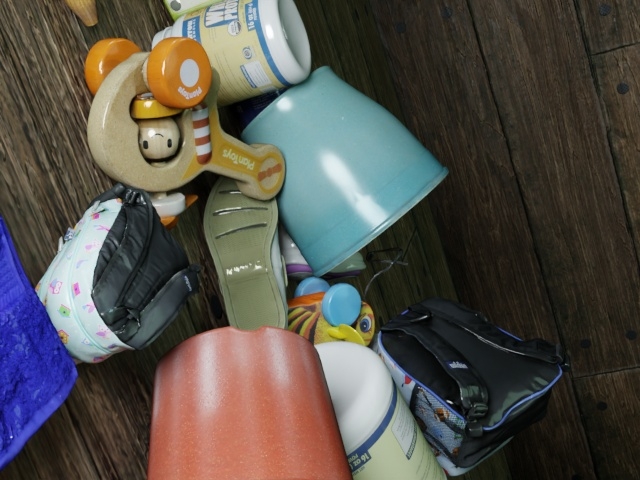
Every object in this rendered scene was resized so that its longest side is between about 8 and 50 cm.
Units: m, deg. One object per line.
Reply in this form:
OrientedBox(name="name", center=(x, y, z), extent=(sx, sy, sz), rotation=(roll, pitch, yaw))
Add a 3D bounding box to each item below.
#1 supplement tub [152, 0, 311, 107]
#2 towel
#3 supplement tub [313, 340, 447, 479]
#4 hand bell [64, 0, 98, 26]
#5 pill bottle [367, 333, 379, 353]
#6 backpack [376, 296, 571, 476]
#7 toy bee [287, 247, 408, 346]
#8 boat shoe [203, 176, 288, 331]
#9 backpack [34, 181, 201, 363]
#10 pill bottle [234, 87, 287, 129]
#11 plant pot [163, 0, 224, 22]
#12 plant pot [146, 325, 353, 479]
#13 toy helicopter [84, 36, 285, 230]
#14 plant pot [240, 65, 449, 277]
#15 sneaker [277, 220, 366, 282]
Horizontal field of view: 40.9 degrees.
OrientedBox(name="supplement tub", center=(-0.128, -0.276, 1.255), extent=(0.144, 0.199, 0.144), rotation=(-14, 90, -72))
OrientedBox(name="towel", center=(-0.311, 0.039, 0.684), extent=(0.228, 0.076, 0.308), rotation=(-67, 139, -63))
OrientedBox(name="supplement tub", center=(0.047, 0.334, 1.241), extent=(0.325, 0.235, 0.235), rotation=(61, 23, -26))
OrientedBox(name="hand bell", center=(-0.305, -0.347, 0.979), extent=(0.242, 0.126, 0.126), rotation=(72, 15, -50))
OrientedBox(name="pill bottle", center=(0.074, 0.304, 1.507), extent=(0.153, 0.153, 0.265), rotation=(36, 43, -63))
OrientedBox(name="backpack", center=(0.216, 0.224, 1.392), extent=(0.276, 0.263, 0.213), rotation=(-17, 138, -41))
OrientedBox(name="toy bee", center=(0.032, 0.138, 1.391), extent=(0.195, 0.298, 0.162), rotation=(-147, -136, -69))
OrientedBox(name="boat shoe", center=(-0.108, 0.034, 1.266), extent=(0.103, 0.113, 0.302), rotation=(89, -5, -60))
OrientedBox(name="backpack", center=(-0.216, 0.047, 0.899), extent=(0.152, 0.115, 0.182), rotation=(53, 28, -26))
OrientedBox(name="pill bottle", center=(-0.112, -0.270, 1.469), extent=(0.094, 0.094, 0.169), rotation=(-62, 135, -64))
OrientedBox(name="plant pot", center=(-0.155, -0.469, 1.294), extent=(0.228, 0.227, 0.207), rotation=(65, 26, -25))
OrientedBox(name="plant pot", center=(-0.080, 0.257, 0.955), extent=(0.272, 0.272, 0.265), rotation=(53, 20, -49))
OrientedBox(name="toy helicopter", center=(-0.160, -0.107, 1.124), extent=(0.355, 0.140, 0.235), rotation=(19, 81, -56))
OrientedBox(name="plant pot", center=(0.018, -0.123, 1.363), extent=(0.255, 0.271, 0.271), rotation=(51, 21, -2))
OrientedBox(name="sneaker", center=(0.000, 0.000, 1.568), extent=(0.305, 0.114, 0.152), rotation=(18, 60, -69))
